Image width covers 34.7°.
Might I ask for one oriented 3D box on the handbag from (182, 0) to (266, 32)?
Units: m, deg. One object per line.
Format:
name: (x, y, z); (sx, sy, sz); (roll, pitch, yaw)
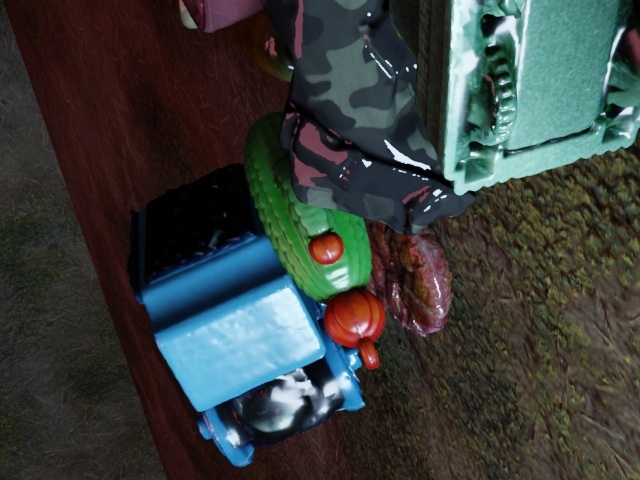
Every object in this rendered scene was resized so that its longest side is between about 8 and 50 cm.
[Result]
handbag: (-0.078, -0.283, 0.872); (0.225, 0.135, 0.146); (-126, 22, -44)

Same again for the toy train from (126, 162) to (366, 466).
toy train: (-0.085, 0.067, 1.100); (0.300, 0.188, 0.265); (-113, -3, -63)

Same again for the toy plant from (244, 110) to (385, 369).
toy plant: (-0.005, -0.012, 0.911); (0.240, 0.088, 0.154); (-113, 2, -45)

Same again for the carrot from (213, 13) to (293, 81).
carrot: (-0.067, -0.214, 1.017); (0.298, 0.078, 0.078); (37, 145, 61)

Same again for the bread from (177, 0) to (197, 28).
bread: (-0.118, -0.317, 1.004); (0.073, 0.053, 0.214); (-63, -26, -78)

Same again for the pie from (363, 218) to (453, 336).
pie: (0.072, 0.017, 0.944); (0.154, 0.036, 0.154); (50, 152, 39)

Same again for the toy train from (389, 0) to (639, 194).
toy train: (0.102, -0.185, 0.517); (0.330, 0.139, 0.178); (87, 163, -48)

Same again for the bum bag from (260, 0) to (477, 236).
bum bag: (0.017, -0.158, 0.768); (0.095, 0.144, 0.340); (-59, -44, -60)
